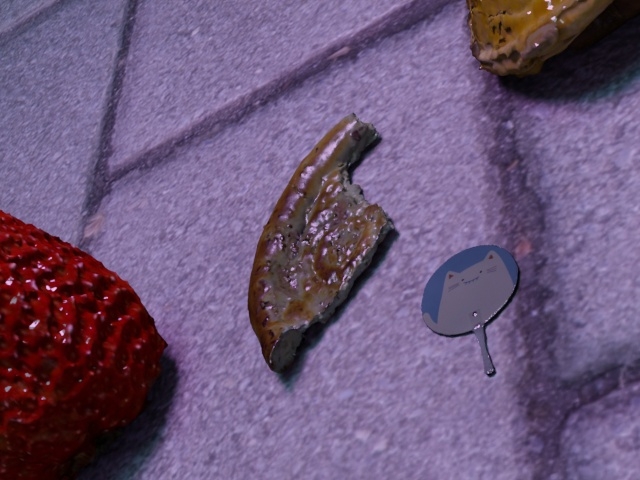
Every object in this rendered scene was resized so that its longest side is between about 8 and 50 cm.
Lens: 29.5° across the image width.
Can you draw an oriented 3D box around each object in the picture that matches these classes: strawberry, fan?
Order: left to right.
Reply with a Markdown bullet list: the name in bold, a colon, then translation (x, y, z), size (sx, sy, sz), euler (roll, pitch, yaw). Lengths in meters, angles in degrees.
- **strawberry**: translation (-0.355, 0.119, 1.378), size (0.267, 0.351, 0.312), euler (11, 56, 39)
- **fan**: translation (0.155, 0.070, 1.227), size (0.113, 0.005, 0.175), euler (-29, 38, 19)

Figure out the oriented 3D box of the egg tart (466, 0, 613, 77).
- **egg tart**: translation (0.257, -0.338, 1.368), size (0.341, 0.132, 0.341), euler (-46, 21, 23)

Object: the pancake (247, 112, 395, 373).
- **pancake**: translation (-0.004, -0.003, 1.413), size (0.197, 0.054, 0.376), euler (-16, 45, 32)

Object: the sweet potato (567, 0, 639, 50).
- **sweet potato**: translation (0.412, -0.319, 1.320), size (0.346, 0.079, 0.108), euler (-40, 8, 7)
